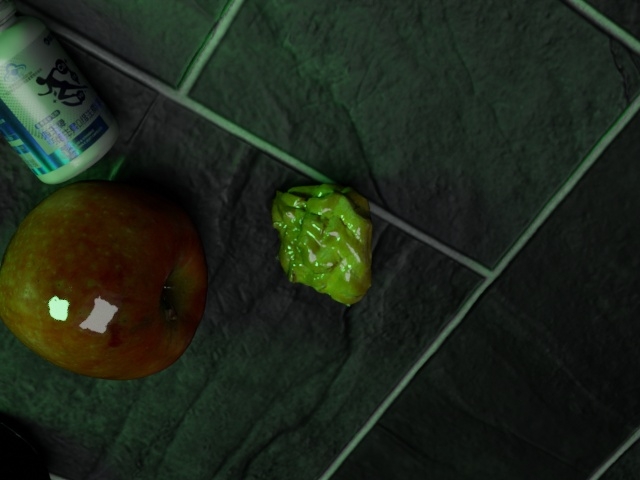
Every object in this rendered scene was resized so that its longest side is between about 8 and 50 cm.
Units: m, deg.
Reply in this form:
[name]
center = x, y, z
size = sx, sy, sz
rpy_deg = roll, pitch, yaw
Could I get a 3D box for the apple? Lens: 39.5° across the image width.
[apple]
center = -0.244, 0.043, 0.998
size = 0.230, 0.230, 0.230
rpy_deg = -3, 119, -5

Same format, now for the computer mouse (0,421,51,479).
[computer mouse]
center = -0.449, 0.289, 1.144
size = 0.233, 0.137, 0.096
rpy_deg = 28, 115, -18

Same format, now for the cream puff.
[cream puff]
center = 0.000, 0.000, 1.039
size = 0.116, 0.146, 0.146
rpy_deg = 2, 118, -6

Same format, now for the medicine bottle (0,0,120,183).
[medicine bottle]
center = -0.305, -0.161, 0.931
size = 0.107, 0.107, 0.191
rpy_deg = -29, 118, 9
